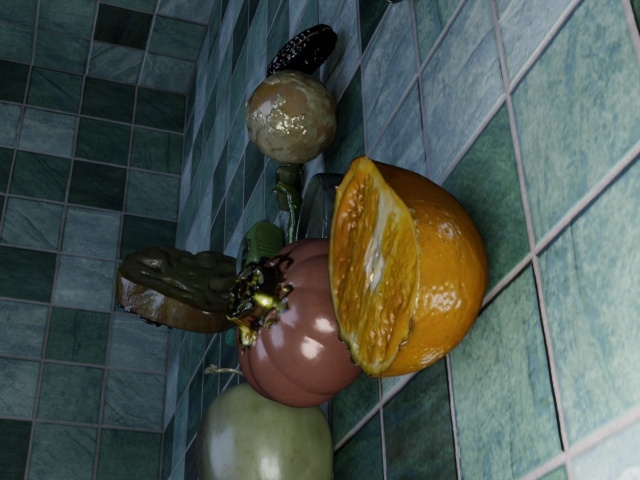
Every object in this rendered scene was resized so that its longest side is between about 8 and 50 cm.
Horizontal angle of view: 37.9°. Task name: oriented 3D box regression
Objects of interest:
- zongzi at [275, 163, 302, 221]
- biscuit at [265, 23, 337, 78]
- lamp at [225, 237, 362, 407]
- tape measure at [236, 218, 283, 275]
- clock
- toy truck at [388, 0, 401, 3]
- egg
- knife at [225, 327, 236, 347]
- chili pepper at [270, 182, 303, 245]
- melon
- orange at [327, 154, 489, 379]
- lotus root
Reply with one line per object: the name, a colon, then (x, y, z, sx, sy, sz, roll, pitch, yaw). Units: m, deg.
zongzi: (-0.070, -0.126, 2.257, 0.130, 0.062, 0.154, -68, -20, -62)
biscuit: (-0.042, -0.409, 2.088, 0.053, 0.194, 0.194, 51, 149, 9)
lamp: (-0.037, 0.129, 1.590, 0.305, 0.239, 0.305, -43, 32, 36)
tape measure: (-0.153, 0.045, 2.307, 0.200, 0.106, 0.175, -99, 27, -51)
clock: (0.000, 0.000, 1.873, 0.280, 0.055, 0.281, -173, 90, -78)
toy truck: (0.051, -0.529, 1.640, 0.124, 0.272, 0.157, -129, 57, -68)
egg: (-0.062, -0.264, 2.008, 0.245, 0.203, 0.203, 174, 105, -84)
knife: (-0.200, 0.243, 2.515, 0.260, 0.034, 0.063, -31, 45, 61)
chili pepper: (-0.069, 0.050, 2.076, 0.085, 0.076, 0.359, -11, 73, 44)
melon: (-0.100, 0.394, 1.688, 0.272, 0.271, 0.308, 141, 142, -66)
orange: (0.092, 0.031, 1.240, 0.310, 0.274, 0.274, 24, 107, 38)
lotus root: (-0.322, 0.128, 2.361, 0.375, 0.390, 0.111, -130, 49, -57)
